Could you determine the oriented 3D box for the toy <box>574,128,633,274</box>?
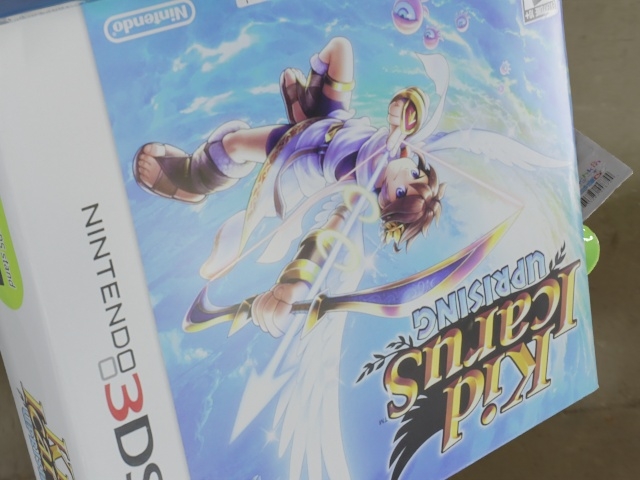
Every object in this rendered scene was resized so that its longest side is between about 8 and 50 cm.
[{"bbox_3d":[0.156,-0.020,0.864,0.056,0.237,0.137,40,100,-13],"label":"toy"}]

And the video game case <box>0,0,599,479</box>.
[{"bbox_3d":[0.000,0.000,0.481,0.269,0.061,0.244,-23,115,-32],"label":"video game case"}]
